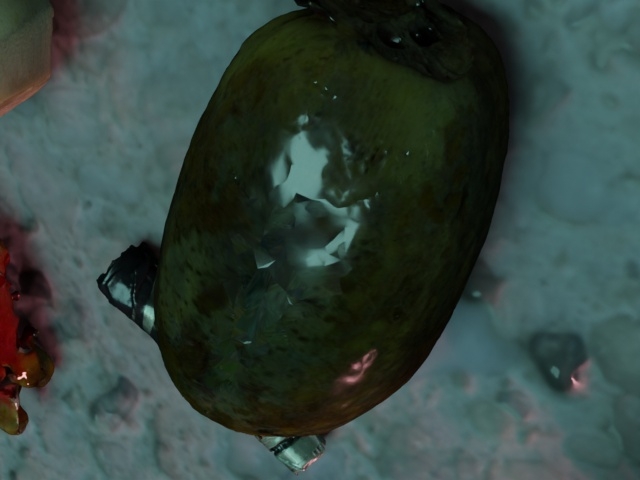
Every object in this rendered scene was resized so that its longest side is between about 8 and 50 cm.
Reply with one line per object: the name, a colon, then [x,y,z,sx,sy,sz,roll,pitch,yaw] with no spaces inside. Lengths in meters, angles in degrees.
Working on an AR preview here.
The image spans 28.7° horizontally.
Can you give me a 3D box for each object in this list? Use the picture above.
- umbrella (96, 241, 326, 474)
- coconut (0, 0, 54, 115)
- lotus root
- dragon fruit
umbrella: [-0.072,0.080,0.824,0.188,0.046,0.050,47,175,-1]
coconut: [-0.250,-0.134,0.738,0.161,0.161,0.162,-27,99,40]
lotus root: [0.000,0.000,0.662,0.160,0.152,0.275,25,131,6]
dragon fruit: [-0.267,0.065,0.896,0.150,0.133,0.207,28,152,49]
